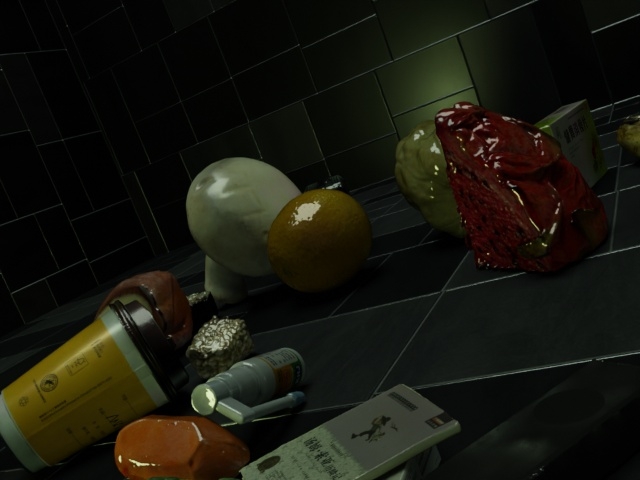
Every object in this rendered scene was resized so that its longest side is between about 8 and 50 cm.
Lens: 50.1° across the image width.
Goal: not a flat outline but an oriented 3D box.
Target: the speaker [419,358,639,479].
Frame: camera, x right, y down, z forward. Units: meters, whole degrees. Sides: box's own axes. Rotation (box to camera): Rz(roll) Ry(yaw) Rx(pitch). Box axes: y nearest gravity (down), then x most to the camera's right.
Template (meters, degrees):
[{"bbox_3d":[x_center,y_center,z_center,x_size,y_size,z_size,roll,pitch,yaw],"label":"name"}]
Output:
[{"bbox_3d":[0.188,0.168,0.553,0.218,0.044,0.082,-25,10,-25],"label":"speaker"}]

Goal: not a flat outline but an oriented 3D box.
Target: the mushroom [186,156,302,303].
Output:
[{"bbox_3d":[-0.166,-0.023,1.630,0.315,0.356,0.315,-1,-1,0],"label":"mushroom"}]

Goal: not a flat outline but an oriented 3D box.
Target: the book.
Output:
[{"bbox_3d":[0.021,0.186,0.605,0.181,0.014,0.127,-25,9,-14],"label":"book"}]

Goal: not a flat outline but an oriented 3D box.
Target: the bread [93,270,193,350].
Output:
[{"bbox_3d":[-0.397,0.173,1.507,0.244,0.190,0.123,-21,-5,28],"label":"bread"}]

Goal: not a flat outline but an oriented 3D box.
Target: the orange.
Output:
[{"bbox_3d":[0.000,0.000,1.462,0.236,0.236,0.236,-21,9,3],"label":"orange"}]

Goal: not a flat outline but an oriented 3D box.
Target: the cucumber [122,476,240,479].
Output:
[{"bbox_3d":[-0.170,0.278,0.640,0.192,0.086,0.115,-20,-35,18],"label":"cucumber"}]

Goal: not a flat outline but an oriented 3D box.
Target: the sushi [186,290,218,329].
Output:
[{"bbox_3d":[-0.315,0.174,1.616,0.150,0.078,0.090,-25,10,-29],"label":"sushi"}]

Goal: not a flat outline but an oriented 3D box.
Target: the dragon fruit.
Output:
[{"bbox_3d":[0.299,-0.082,1.136,0.240,0.330,0.302,-42,6,15],"label":"dragon fruit"}]

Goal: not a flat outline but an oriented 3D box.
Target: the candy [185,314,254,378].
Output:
[{"bbox_3d":[-0.175,0.187,1.197,0.095,0.085,0.110,-11,22,24],"label":"candy"}]

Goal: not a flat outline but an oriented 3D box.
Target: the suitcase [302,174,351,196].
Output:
[{"bbox_3d":[0.034,-0.066,1.839,0.128,0.202,0.312,-20,9,4],"label":"suitcase"}]

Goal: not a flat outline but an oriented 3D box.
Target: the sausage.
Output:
[{"bbox_3d":[-0.169,0.248,0.799,0.179,0.089,0.089,-9,14,28],"label":"sausage"}]

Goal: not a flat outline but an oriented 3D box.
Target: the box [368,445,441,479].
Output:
[{"bbox_3d":[0.028,0.220,0.602,0.129,0.051,0.130,-17,9,25],"label":"box"}]

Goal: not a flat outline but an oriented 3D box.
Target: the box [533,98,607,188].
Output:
[{"bbox_3d":[0.535,-0.189,1.478,0.062,0.175,0.260,-12,13,42],"label":"box"}]

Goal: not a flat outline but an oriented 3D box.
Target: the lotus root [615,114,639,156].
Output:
[{"bbox_3d":[0.733,-0.216,1.448,0.110,0.097,0.258,-31,18,-12],"label":"lotus root"}]

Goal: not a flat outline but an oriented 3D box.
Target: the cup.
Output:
[{"bbox_3d":[-0.360,0.230,1.082,0.279,0.196,0.196,-33,12,-17],"label":"cup"}]

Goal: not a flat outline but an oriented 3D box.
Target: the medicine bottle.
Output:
[{"bbox_3d":[-0.078,0.190,0.881,0.092,0.061,0.220,24,9,22],"label":"medicine bottle"}]

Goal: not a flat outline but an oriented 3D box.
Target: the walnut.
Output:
[{"bbox_3d":[0.308,-0.145,1.488,0.281,0.253,0.277,-18,15,1],"label":"walnut"}]
